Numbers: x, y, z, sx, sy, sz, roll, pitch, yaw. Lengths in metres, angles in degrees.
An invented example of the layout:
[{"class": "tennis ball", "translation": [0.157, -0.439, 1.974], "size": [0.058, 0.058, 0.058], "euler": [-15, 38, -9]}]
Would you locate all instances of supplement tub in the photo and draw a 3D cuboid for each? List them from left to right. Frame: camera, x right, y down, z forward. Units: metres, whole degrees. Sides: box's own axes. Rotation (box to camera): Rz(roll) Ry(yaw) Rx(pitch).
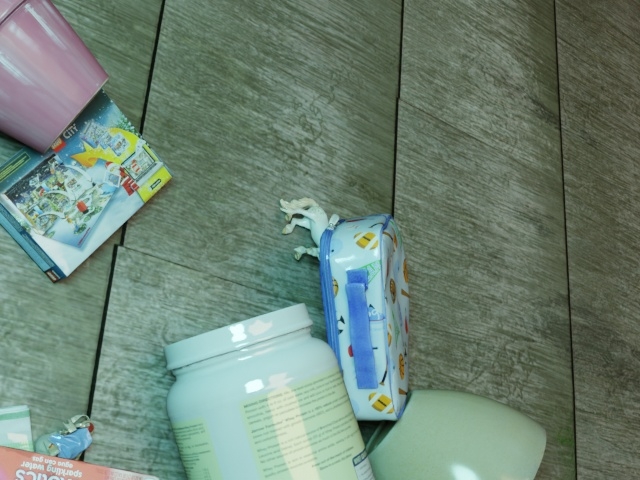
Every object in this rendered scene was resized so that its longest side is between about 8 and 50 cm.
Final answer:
[{"class": "supplement tub", "translation": [-0.065, 0.265, 1.187], "size": [0.235, 0.235, 0.325], "euler": [-13, 84, -42]}]

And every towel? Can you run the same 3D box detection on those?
[{"class": "towel", "translation": [-0.385, 0.273, 1.054], "size": [0.113, 0.023, 0.152], "euler": [-1, 76, -40]}]

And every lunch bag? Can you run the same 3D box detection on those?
[{"class": "lunch bag", "translation": [0.065, 0.106, 1.335], "size": [0.243, 0.114, 0.304], "euler": [-43, 127, -75]}]

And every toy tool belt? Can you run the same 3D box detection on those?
[{"class": "toy tool belt", "translation": [-0.305, 0.246, 1.112], "size": [0.083, 0.051, 0.052], "euler": [-29, 95, -43]}]

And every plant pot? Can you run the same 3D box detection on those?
[{"class": "plant pot", "translation": [-0.369, -0.213, 1.107], "size": [0.180, 0.201, 0.201], "euler": [41, 52, -15]}, {"class": "plant pot", "translation": [0.175, 0.337, 1.371], "size": [0.191, 0.284, 0.284], "euler": [37, 51, 2]}]

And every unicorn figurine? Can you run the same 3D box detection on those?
[{"class": "unicorn figurine", "translation": [0.000, 0.000, 1.453], "size": [0.111, 0.060, 0.162], "euler": [-11, 83, -42]}]

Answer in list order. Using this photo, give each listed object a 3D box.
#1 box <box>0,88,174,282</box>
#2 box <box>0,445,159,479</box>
[{"class": "box", "translation": [-0.325, -0.078, 1.213], "size": [0.159, 0.044, 0.233], "euler": [51, 50, -14]}, {"class": "box", "translation": [-0.325, 0.297, 0.991], "size": [0.256, 0.128, 0.123], "euler": [20, 67, -29]}]
